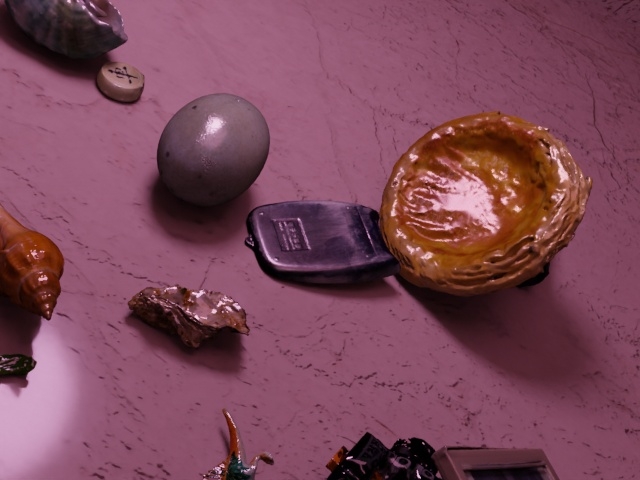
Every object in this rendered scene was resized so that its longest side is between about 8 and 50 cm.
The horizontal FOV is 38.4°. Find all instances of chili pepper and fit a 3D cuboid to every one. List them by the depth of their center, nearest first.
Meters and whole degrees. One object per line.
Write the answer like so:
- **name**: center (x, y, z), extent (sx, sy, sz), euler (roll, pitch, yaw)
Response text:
- **chili pepper**: center (-0.395, 0.156, 1.123), extent (0.091, 0.034, 0.030), euler (-3, 83, -39)

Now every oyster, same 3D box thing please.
- **oyster**: center (-0.185, 0.104, 1.303), extent (0.177, 0.056, 0.105), euler (11, 31, -27)

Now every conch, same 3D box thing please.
- **conch**: center (-0.420, 0.011, 1.226), extent (0.109, 0.093, 0.330), euler (-19, 38, -29)
- **conch**: center (-0.459, -0.441, 1.636), extent (0.220, 0.195, 0.277), euler (15, 16, -38)

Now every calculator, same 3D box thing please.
- **calculator**: center (0.000, 0.000, 1.551), extent (0.268, 0.040, 0.177), euler (-3, 49, -22)

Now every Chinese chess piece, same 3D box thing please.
- **Chinese chess piece**: center (-0.354, -0.283, 1.631), extent (0.084, 0.034, 0.084), euler (18, 39, -16)

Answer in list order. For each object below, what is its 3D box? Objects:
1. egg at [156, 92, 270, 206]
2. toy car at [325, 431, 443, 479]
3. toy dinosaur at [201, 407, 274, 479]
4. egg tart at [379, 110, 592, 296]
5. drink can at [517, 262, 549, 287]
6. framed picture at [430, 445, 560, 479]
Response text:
- **egg**: center (-0.174, -0.148, 1.497), extent (0.169, 0.169, 0.236), euler (34, 41, 2)
- **toy car**: center (0.135, 0.372, 1.180), extent (0.301, 0.118, 0.193), euler (38, 29, 9)
- **toy dinosaur**: center (-0.107, 0.303, 1.151), extent (0.106, 0.044, 0.187), euler (-27, 67, -32)
- **egg tart**: center (0.293, -0.052, 1.645), extent (0.169, 0.388, 0.388), euler (57, 10, -51)
- **drink can**: center (0.413, -0.012, 1.822), extent (0.097, 0.097, 0.235), euler (29, 37, -4)
- **framed picture**: center (0.323, 0.463, 1.162), extent (0.326, 0.028, 0.446), euler (16, 41, -53)
